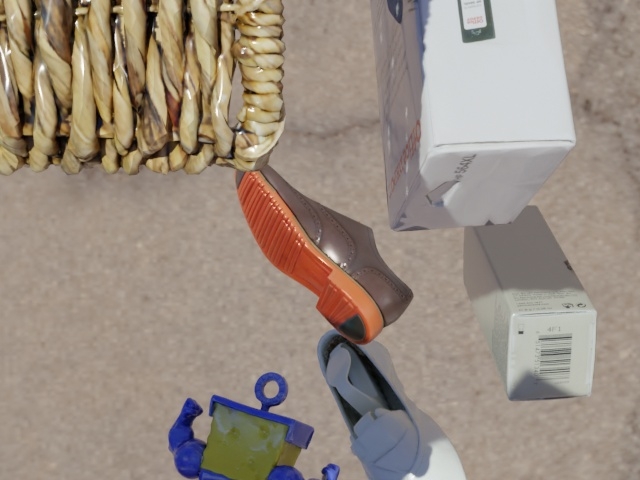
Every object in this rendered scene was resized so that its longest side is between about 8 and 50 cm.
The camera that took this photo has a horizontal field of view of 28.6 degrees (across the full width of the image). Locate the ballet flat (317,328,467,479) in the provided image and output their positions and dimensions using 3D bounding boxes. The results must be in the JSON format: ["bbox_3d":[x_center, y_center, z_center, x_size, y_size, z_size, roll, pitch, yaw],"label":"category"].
[{"bbox_3d":[0.082,0.262,1.819,0.139,0.139,0.400,-61,30,21],"label":"ballet flat"}]

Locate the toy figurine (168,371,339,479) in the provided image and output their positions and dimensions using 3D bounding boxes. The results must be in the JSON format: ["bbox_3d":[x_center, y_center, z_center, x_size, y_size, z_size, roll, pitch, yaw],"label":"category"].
[{"bbox_3d":[-0.068,0.241,1.328,0.362,0.191,0.217,13,71,26],"label":"toy figurine"}]

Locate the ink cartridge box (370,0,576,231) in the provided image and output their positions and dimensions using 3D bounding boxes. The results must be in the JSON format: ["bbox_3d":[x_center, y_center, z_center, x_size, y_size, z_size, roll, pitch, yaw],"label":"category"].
[{"bbox_3d":[0.084,-0.122,0.760,0.148,0.085,0.203,109,157,-72],"label":"ink cartridge box"}]

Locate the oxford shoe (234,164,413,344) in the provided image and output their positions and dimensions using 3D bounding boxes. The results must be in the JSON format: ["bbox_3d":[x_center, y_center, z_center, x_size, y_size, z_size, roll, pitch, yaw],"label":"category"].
[{"bbox_3d":[0.000,0.000,1.516,0.271,0.098,0.097,51,149,11],"label":"oxford shoe"}]

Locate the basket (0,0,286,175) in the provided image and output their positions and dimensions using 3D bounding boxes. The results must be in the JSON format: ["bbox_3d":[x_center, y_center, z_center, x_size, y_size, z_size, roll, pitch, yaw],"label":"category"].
[{"bbox_3d":[-0.119,-0.187,0.571,0.223,0.213,0.299,-2,106,4],"label":"basket"}]

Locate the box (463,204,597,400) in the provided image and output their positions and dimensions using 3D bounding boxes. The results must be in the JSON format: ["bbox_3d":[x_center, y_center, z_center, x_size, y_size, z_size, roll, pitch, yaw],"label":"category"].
[{"bbox_3d":[0.229,0.063,1.416,0.275,0.094,0.113,-98,6,-63],"label":"box"}]
